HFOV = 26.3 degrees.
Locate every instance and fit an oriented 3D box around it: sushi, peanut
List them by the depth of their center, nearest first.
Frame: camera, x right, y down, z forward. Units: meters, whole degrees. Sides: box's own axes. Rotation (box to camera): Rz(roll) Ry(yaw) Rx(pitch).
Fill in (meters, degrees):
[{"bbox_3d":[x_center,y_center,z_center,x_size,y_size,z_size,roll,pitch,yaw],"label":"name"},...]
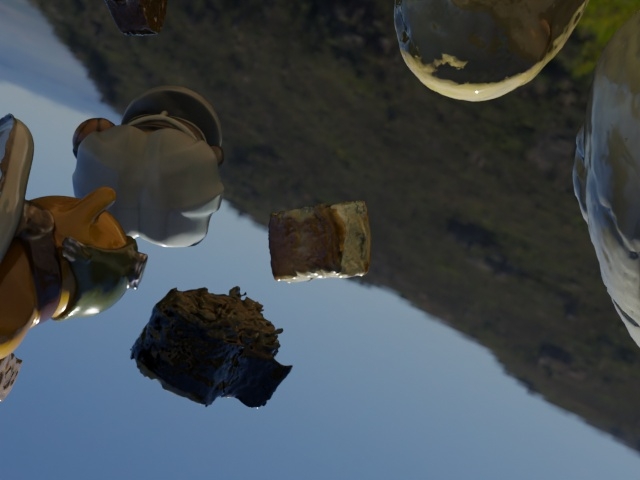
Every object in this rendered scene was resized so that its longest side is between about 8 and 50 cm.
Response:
[{"bbox_3d":[0.124,-0.228,0.921,0.147,0.319,0.147,14,154,7],"label":"peanut"},{"bbox_3d":[-0.119,0.125,1.627,0.147,0.115,0.212,38,-168,27],"label":"sushi"}]

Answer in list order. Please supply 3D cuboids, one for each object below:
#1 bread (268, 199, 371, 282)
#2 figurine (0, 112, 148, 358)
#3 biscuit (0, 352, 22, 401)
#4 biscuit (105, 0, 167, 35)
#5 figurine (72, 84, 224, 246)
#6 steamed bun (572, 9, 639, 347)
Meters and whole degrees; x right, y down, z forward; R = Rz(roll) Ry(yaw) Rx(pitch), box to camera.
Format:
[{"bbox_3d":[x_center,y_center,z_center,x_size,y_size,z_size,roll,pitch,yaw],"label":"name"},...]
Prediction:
[{"bbox_3d":[0.001,0.001,1.251,0.083,0.070,0.077,-6,180,30],"label":"bread"},{"bbox_3d":[-0.221,0.047,0.992,0.141,0.250,0.166,32,160,-26],"label":"figurine"},{"bbox_3d":[-0.386,0.171,1.537,0.040,0.144,0.236,22,162,0],"label":"biscuit"},{"bbox_3d":[-0.183,-0.341,1.251,0.049,0.273,0.257,-1,156,12],"label":"biscuit"},{"bbox_3d":[-0.188,-0.080,1.472,0.176,0.133,0.236,2,-156,-1],"label":"figurine"},{"bbox_3d":[0.319,-0.051,1.061,0.236,0.247,0.383,-2,135,7],"label":"steamed bun"}]
